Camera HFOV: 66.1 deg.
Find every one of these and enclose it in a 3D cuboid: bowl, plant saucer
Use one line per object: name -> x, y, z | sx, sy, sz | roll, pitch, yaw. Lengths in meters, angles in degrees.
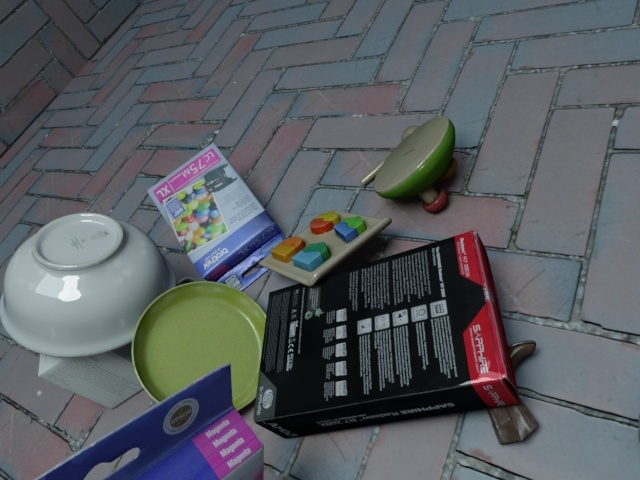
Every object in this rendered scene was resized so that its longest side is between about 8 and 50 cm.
bowl -> -0.412, 0.046, 0.863 | 0.297, 0.134, 0.298 | 5, 41, -4
plant saucer -> -0.197, 0.186, 0.847 | 0.240, 0.037, 0.241 | 10, 56, -16

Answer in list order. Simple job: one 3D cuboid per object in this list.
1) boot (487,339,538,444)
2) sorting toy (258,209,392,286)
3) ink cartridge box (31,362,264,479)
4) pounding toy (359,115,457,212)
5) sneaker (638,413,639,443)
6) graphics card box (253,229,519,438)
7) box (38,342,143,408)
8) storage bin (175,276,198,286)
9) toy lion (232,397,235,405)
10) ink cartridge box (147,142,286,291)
boot -> 0.261, 0.201, 0.647 | 0.106, 0.037, 0.114 | -37, 40, 18
sorting toy -> 0.000, 0.000, 0.891 | 0.193, 0.038, 0.208 | -37, 23, -24
ink cartridge box -> -0.198, 0.341, 0.514 | 0.071, 0.331, 0.324 | 29, 40, 35
pounding toy -> 0.193, -0.130, 0.932 | 0.183, 0.110, 0.237 | -49, 16, 2
sneaker -> 0.400, 0.277, 0.442 | 0.137, 0.210, 0.367 | -13, 84, 22
graphics card box -> 0.081, 0.147, 0.736 | 0.370, 0.094, 0.233 | -19, 47, 24
box -> -0.425, 0.195, 0.955 | 0.119, 0.182, 0.181 | -33, 44, 6
storage bin -> -0.284, 0.140, 0.991 | 0.135, 0.098, 0.091 | -47, 18, -11
toy lion -> -0.169, 0.307, 0.822 | 0.095, 0.034, 0.100 | 7, 58, 26
ink cartridge box -> -0.216, -0.045, 1.042 | 0.185, 0.065, 0.311 | -37, 68, -4
